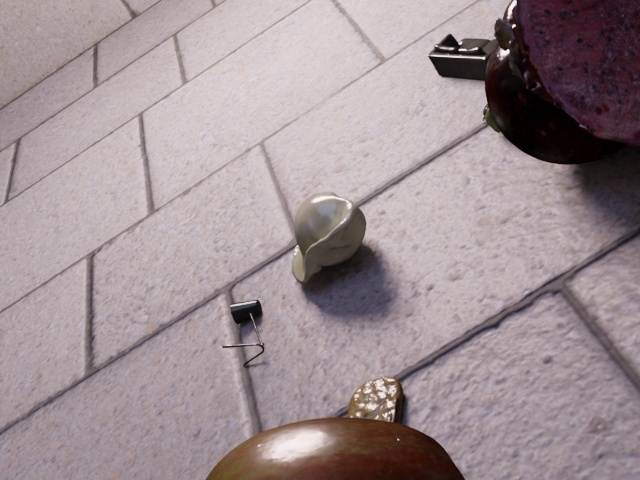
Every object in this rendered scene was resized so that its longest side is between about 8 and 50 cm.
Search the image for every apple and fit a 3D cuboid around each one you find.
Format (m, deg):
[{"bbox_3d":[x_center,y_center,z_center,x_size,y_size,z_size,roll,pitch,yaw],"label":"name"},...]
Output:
[{"bbox_3d":[0.024,0.264,0.817,0.233,0.257,0.257,-30,30,0],"label":"apple"}]

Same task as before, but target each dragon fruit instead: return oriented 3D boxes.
[{"bbox_3d":[0.393,-0.241,0.998,0.262,0.296,0.314,-17,42,-44],"label":"dragon fruit"}]

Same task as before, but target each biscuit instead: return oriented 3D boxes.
[{"bbox_3d":[0.059,0.210,1.087,0.071,0.018,0.147,-22,34,27],"label":"biscuit"}]

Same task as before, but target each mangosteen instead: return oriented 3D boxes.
[{"bbox_3d":[0.301,-0.236,1.195,0.231,0.289,0.231,-23,30,14],"label":"mangosteen"}]

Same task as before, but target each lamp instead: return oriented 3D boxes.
[{"bbox_3d":[-0.100,0.122,1.355,0.054,0.041,0.121,-18,30,11],"label":"lamp"}]

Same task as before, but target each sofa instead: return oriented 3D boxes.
[{"bbox_3d":[0.252,-0.313,1.576,0.085,0.060,0.147,-45,31,-16],"label":"sofa"}]

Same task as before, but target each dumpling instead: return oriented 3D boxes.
[{"bbox_3d":[0.000,0.000,1.363,0.134,0.100,0.169,-58,32,-8],"label":"dumpling"}]

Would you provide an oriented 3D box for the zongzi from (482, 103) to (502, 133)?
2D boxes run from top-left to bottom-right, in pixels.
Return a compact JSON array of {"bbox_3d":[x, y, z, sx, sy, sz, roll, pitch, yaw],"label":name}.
[{"bbox_3d":[0.291,-0.175,1.360,0.109,0.055,0.119,-33,41,10],"label":"zongzi"}]
